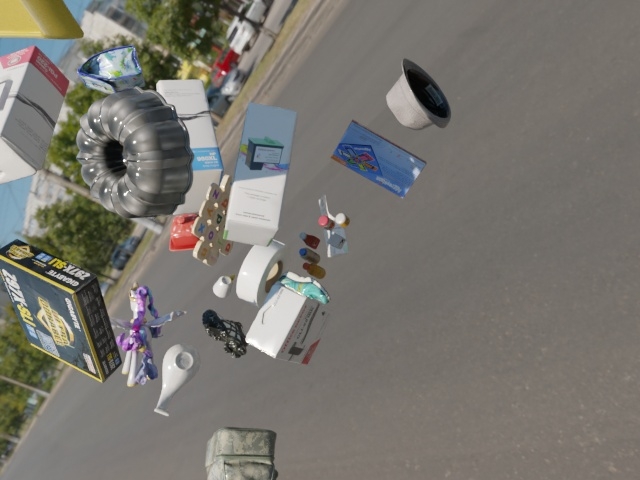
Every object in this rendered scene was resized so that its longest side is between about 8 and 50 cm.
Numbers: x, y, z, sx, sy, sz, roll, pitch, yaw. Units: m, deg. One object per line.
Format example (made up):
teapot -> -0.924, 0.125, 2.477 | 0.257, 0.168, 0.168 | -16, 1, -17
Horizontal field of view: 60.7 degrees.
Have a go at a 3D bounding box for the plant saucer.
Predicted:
plant saucer -> -0.844, -0.657, 1.431 | 0.333, 0.332, 0.081 | 11, 56, 26

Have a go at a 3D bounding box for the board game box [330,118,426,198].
board game box -> 0.190, -0.266, 1.801 | 0.145, 0.281, 0.027 | -58, 8, 24

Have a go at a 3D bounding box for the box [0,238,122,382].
box -> -0.629, 0.173, 1.323 | 0.079, 0.257, 0.321 | -49, -27, -44

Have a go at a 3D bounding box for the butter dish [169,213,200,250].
butter dish -> -0.539, -0.052, 2.191 | 0.118, 0.160, 0.160 | 75, -168, -55

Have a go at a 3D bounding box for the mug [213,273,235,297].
mug -> -0.328, 0.146, 1.870 | 0.064, 0.062, 0.078 | 122, 158, -47

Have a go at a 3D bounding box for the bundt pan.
bundt pan -> -0.467, -0.200, 1.322 | 0.331, 0.331, 0.124 | -50, -14, 32

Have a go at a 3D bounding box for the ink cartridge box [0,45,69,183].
ink cartridge box -> -0.528, -0.201, 0.903 | 0.159, 0.092, 0.217 | -13, 56, 13

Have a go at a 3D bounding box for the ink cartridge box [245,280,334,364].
ink cartridge box -> -0.086, 0.257, 1.660 | 0.196, 0.114, 0.273 | -63, -25, -6

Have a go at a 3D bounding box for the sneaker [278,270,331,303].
sneaker -> -0.072, 0.210, 2.167 | 0.275, 0.107, 0.110 | 12, 50, 41

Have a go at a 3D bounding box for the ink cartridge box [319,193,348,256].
ink cartridge box -> 0.045, -0.055, 2.009 | 0.181, 0.056, 0.224 | 146, 116, -81

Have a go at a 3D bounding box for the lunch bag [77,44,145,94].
lunch bag -> -0.538, -0.431, 1.408 | 0.129, 0.151, 0.096 | 177, 78, -76

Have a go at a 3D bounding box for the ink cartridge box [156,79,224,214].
ink cartridge box -> -0.476, -0.335, 1.963 | 0.285, 0.166, 0.394 | 121, 137, -59

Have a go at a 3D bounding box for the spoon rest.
spoon rest -> -0.538, 0.511, 2.018 | 0.084, 0.137, 0.276 | -44, 22, 52

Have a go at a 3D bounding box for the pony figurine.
pony figurine -> -0.686, 0.353, 2.080 | 0.351, 0.303, 0.363 | -175, 85, -65

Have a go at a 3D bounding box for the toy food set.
toy food set -> 0.000, 0.000, 1.807 | 0.111, 0.104, 0.232 | 26, 87, 34

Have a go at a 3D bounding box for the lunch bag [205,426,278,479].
lunch bag -> -0.271, 0.779, 1.829 | 0.305, 0.213, 0.255 | 129, 148, -55

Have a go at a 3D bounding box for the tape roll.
tape roll -> -0.232, 0.133, 2.278 | 0.286, 0.100, 0.286 | -55, -21, -34

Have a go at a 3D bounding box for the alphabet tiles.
alphabet tiles -> -0.324, -0.063, 1.753 | 0.278, 0.021, 0.284 | 49, -121, -69

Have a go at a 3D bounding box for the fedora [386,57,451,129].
fedora -> 0.310, -0.459, 1.808 | 0.124, 0.276, 0.243 | -31, 63, 36

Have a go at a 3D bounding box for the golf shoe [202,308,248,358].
golf shoe -> -0.302, 0.283, 1.746 | 0.077, 0.198, 0.094 | -21, 26, 26

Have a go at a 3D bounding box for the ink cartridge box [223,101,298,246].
ink cartridge box -> -0.140, -0.145, 1.259 | 0.201, 0.117, 0.278 | 135, 144, -73
